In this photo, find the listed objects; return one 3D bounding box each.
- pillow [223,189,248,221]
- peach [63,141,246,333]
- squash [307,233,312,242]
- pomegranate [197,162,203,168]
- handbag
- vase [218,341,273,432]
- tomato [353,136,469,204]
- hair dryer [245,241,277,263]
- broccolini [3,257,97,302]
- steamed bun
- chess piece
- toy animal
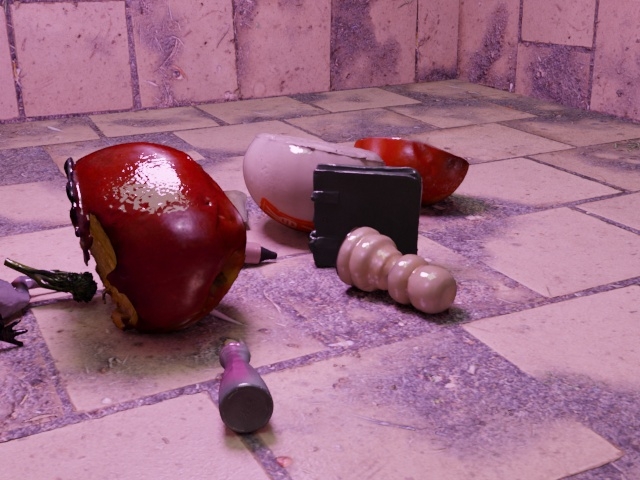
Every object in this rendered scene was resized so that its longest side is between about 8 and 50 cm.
[{"bbox_3d":[-0.350,-0.085,2.245,0.302,0.075,0.185,-3,28,-6],"label":"pillow"},{"bbox_3d":[-0.354,-0.015,1.655,0.416,0.339,0.353,24,50,15],"label":"peach"},{"bbox_3d":[0.000,0.000,2.076,0.083,0.027,0.027,15,25,38],"label":"squash"},{"bbox_3d":[-0.415,-0.215,2.626,0.084,0.073,0.073,-18,7,37],"label":"pomegranate"},{"bbox_3d":[0.102,-0.054,1.904,0.260,0.248,0.079,3,26,6],"label":"handbag"},{"bbox_3d":[-0.134,0.235,1.379,0.086,0.086,0.214,-5,16,-10],"label":"vase"},{"bbox_3d":[0.246,-0.182,2.320,0.338,0.144,0.338,11,-7,1],"label":"tomato"},{"bbox_3d":[-0.263,-0.001,1.921,0.344,0.189,0.107,8,14,-20],"label":"hair dryer"},{"bbox_3d":[-0.577,0.088,1.755,0.202,0.068,0.091,10,-10,0],"label":"broccolini"},{"bbox_3d":[-0.023,-0.142,2.137,0.374,0.241,0.374,13,9,-2],"label":"steamed bun"},{"bbox_3d":[0.168,0.075,1.741,0.142,0.143,0.261,-19,34,-40],"label":"chess piece"},{"bbox_3d":[-0.662,0.125,1.678,0.195,0.090,0.324,22,13,-7],"label":"toy animal"}]
